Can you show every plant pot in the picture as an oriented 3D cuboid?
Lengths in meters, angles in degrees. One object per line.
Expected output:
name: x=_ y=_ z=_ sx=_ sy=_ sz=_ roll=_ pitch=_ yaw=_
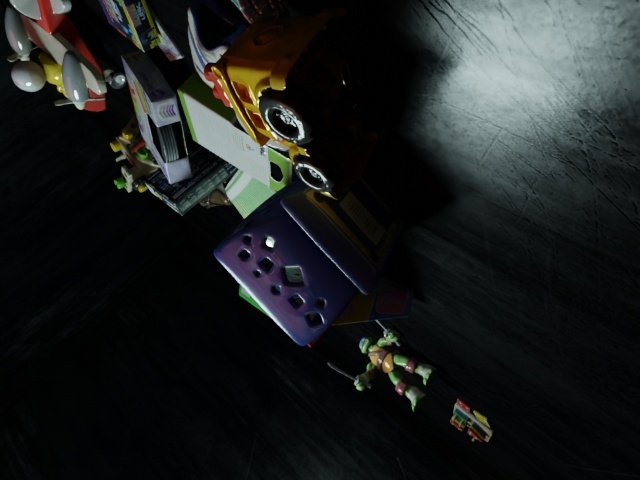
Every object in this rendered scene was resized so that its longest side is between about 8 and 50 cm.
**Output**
plant pot: x=0.000 y=0.000 z=0.854 sx=0.236 sy=0.236 sz=0.212 roll=48 pitch=127 yaw=-7

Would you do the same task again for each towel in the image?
towel: x=-0.133 y=-0.051 z=1.313 sx=0.324 sy=0.038 sz=0.248 roll=56 pitch=151 yaw=0

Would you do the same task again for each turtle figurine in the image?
turtle figurine: x=0.185 y=0.366 z=1.425 sx=0.266 sy=0.197 sz=0.274 roll=29 pitch=161 yaw=34

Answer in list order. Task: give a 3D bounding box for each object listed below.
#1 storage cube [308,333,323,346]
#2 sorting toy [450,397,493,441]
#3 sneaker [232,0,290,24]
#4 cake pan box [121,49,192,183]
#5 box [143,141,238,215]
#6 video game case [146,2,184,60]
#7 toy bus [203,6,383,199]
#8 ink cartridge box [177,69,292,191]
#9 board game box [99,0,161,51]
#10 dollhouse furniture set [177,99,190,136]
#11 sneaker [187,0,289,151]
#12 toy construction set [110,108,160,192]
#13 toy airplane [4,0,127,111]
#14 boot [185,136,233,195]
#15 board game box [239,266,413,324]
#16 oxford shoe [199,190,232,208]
storage cube: x=-0.058 y=0.194 z=1.603 sx=0.184 sy=0.193 sz=0.215 roll=25 pitch=153 yaw=51
sorting toy: x=0.466 y=0.579 z=1.523 sx=0.132 sy=0.046 sz=0.274 roll=36 pitch=161 yaw=29
sneaker: x=-0.101 y=-0.341 z=0.653 sx=0.166 sy=0.065 sz=0.076 roll=52 pitch=179 yaw=-12
cake pan box: x=-0.412 y=-0.310 z=1.237 sx=0.266 sy=0.070 sz=0.245 roll=52 pitch=155 yaw=34
box: x=-0.347 y=-0.185 z=1.330 sx=0.175 sy=0.220 sz=0.051 roll=31 pitch=157 yaw=37
video game case: x=-0.350 y=-0.449 z=1.059 sx=0.087 sy=0.011 sz=0.122 roll=21 pitch=152 yaw=54
toy bus: x=-0.046 y=-0.180 z=0.647 sx=0.212 sy=0.149 sz=0.220 roll=17 pitch=153 yaw=31
ink cartridge box: x=-0.141 y=-0.215 z=0.978 sx=0.255 sy=0.097 sz=0.188 roll=32 pitch=162 yaw=6
board game box: x=-0.408 y=-0.495 z=0.993 sx=0.141 sy=0.048 sz=0.170 roll=40 pitch=159 yaw=22
dollhouse furniture set: x=-0.334 y=-0.304 z=1.261 sx=0.058 sy=0.076 sz=0.151 roll=44 pitch=163 yaw=7
sneaker: x=-0.108 y=-0.256 z=0.758 sx=0.296 sy=0.112 sz=0.131 roll=40 pitch=163 yaw=14
toy construction set: x=-0.639 y=-0.285 z=1.672 sx=0.309 sy=0.237 sz=0.257 roll=5 pitch=133 yaw=55
toy airplane: x=-0.771 y=-0.542 z=1.399 sx=0.384 sy=0.272 sz=0.386 roll=52 pitch=163 yaw=-22
boot: x=-0.363 y=-0.244 z=1.502 sx=0.229 sy=0.091 sz=0.263 roll=30 pitch=163 yaw=28
board game box: x=0.011 y=0.118 z=1.102 sx=0.242 sy=0.317 sz=0.064 roll=20 pitch=107 yaw=56
oxford shoe: x=-0.369 y=-0.145 z=1.712 sx=0.227 sy=0.096 sz=0.082 roll=17 pitch=146 yaw=56
